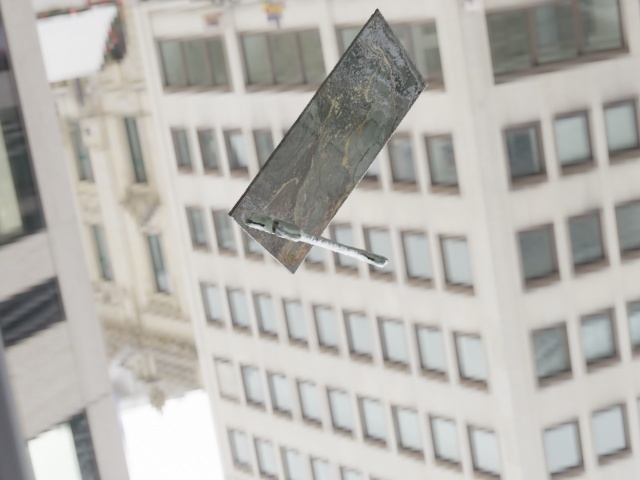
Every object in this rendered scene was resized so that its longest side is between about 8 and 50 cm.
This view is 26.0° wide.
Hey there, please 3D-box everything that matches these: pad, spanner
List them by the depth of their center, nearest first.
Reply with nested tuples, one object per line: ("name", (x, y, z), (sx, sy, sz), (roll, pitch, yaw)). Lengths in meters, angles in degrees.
("spanner", (0.000, 0.000, 1.471), (0.071, 0.017, 0.302), (18, 180, 24))
("pad", (0.020, -0.137, 2.040), (0.007, 0.367, 0.247), (33, 174, 30))
